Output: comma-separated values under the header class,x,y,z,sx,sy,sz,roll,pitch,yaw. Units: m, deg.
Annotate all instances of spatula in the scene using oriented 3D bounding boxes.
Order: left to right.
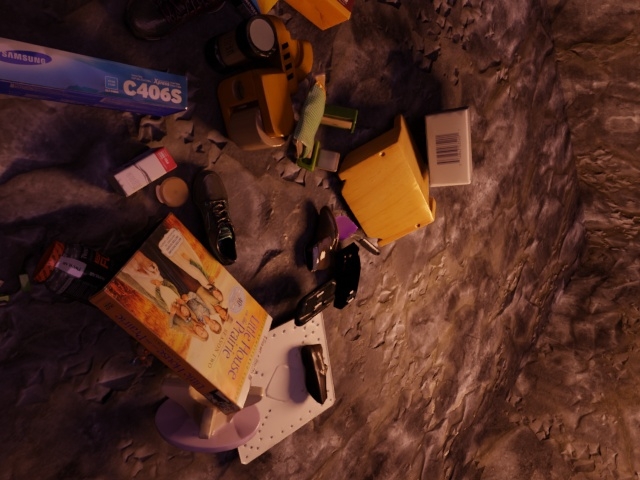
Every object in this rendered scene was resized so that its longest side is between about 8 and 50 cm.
class,x,y,z,sx,sy,sz,roll,pitch,yaw
spatula,0.138,-0.007,1.481,0.084,0.030,0.296,-39,137,20

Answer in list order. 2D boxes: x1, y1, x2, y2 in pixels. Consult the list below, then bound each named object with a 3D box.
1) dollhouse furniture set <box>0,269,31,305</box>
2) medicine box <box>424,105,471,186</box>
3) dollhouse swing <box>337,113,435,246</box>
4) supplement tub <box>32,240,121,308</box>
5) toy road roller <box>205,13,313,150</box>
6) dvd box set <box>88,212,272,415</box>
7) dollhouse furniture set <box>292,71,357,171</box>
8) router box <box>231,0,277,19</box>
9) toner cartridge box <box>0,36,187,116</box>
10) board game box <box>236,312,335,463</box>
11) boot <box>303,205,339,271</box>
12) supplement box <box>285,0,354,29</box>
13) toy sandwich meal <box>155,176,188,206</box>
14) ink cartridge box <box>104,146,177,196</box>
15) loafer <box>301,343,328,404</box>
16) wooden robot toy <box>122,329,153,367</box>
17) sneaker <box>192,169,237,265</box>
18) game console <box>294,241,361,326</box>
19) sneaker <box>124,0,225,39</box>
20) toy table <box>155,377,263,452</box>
class,x,y,z,sx,sy,sz,roll,pitch,yaw
dollhouse furniture set,-0.681,0.098,0.824,0.151,0.058,0.076,-10,103,-38
medicine box,0.503,-0.369,1.577,0.289,0.149,0.264,-43,127,-62
dollhouse swing,0.247,-0.240,1.522,0.315,0.305,0.347,-27,123,13
supplement tub,-0.520,0.082,0.915,0.190,0.117,0.117,35,76,-38
toy road roller,-0.133,-0.421,1.091,0.240,0.202,0.330,-22,109,-40
dvd box set,-0.301,0.172,0.997,0.420,0.062,0.308,52,27,-22
dollhouse furniture set,0.020,-0.313,1.152,0.151,0.301,0.198,12,87,0
router box,-0.199,-0.696,1.088,0.179,0.046,0.133,44,70,-35
toner cartridge box,-0.476,-0.327,0.850,0.347,0.165,0.075,-3,99,-39
board game box,-0.135,0.459,1.337,0.389,0.050,0.391,-21,111,-35
boot,0.000,0.000,1.347,0.106,0.082,0.220,-19,111,-38
supplement box,0.003,-0.771,1.185,0.191,0.129,0.194,19,86,-39
toy sandwich meal,-0.382,-0.124,1.050,0.085,0.029,0.086,-6,99,-42
ink cartridge box,-0.424,-0.164,0.961,0.135,0.099,0.056,-41,121,-27
loafer,-0.002,0.442,1.356,0.078,0.080,0.220,-19,109,-35
wooden robot toy,-0.444,0.258,1.031,0.076,0.079,0.174,-17,108,-36
sneaker,-0.271,-0.058,1.102,0.101,0.106,0.268,-18,107,-35
game console,0.033,0.155,1.348,0.361,0.043,0.213,-29,128,-50
sneaker,-0.311,-0.568,0.942,0.281,0.162,0.107,-44,122,-25
toy table,-0.289,0.432,1.067,0.274,0.252,0.161,1,125,-18
